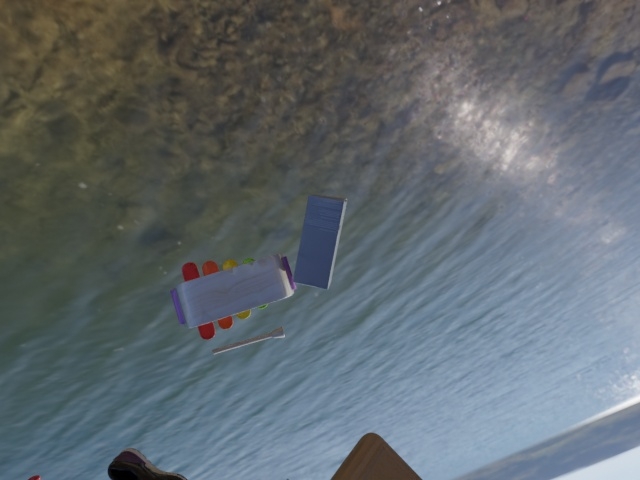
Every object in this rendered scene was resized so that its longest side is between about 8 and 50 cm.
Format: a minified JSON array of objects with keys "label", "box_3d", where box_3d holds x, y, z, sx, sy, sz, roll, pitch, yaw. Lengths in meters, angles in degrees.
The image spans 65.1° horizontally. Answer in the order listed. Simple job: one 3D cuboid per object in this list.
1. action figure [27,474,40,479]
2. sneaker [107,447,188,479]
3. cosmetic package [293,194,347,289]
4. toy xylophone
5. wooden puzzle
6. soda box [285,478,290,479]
[{"label":"action figure","box_3d":[-0.548,0.581,1.033,0.139,0.280,0.091,-30,116,-17]},{"label":"sneaker","box_3d":[-0.513,0.747,1.510,0.107,0.283,0.124,-62,179,-3]},{"label":"cosmetic package","box_3d":[0.000,0.000,1.336,0.107,0.238,0.127,9,-171,5]},{"label":"toy xylophone","box_3d":[-0.216,0.156,1.289,0.322,0.236,0.081,-8,178,-11]},{"label":"wooden puzzle","box_3d":[0.121,0.450,0.807,0.044,0.238,0.221,-58,163,24]},{"label":"soda box","box_3d":[-0.086,0.890,1.622,0.074,0.216,0.069,-26,-160,-33]}]
